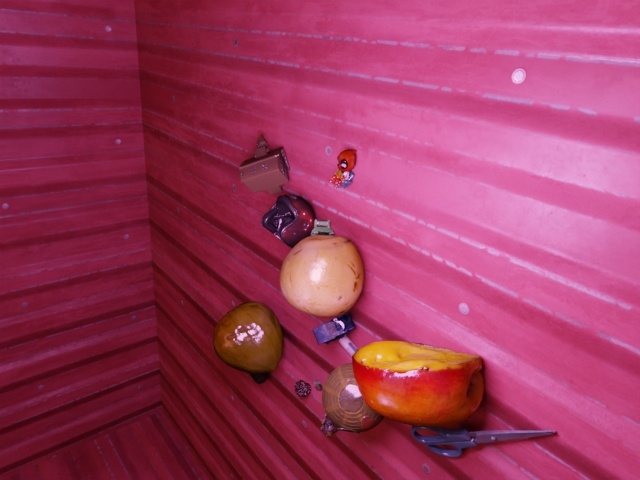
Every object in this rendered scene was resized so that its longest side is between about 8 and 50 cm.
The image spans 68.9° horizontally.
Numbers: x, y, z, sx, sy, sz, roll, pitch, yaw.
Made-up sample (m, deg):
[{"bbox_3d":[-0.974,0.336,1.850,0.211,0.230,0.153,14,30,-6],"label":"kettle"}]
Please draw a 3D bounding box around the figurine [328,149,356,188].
[{"bbox_3d":[0.086,-0.252,1.630,0.068,0.075,0.140,43,121,36],"label":"figurine"}]

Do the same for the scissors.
[{"bbox_3d":[0.482,0.589,1.399,0.192,0.029,0.447,43,135,-20],"label":"scissors"}]

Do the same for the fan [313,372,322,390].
[{"bbox_3d":[-0.011,0.639,2.088,0.060,0.003,0.080,18,115,46],"label":"fan"}]

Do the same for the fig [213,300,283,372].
[{"bbox_3d":[-0.322,0.462,2.180,0.343,0.343,0.343,20,116,46],"label":"fig"}]

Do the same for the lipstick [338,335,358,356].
[{"bbox_3d":[0.129,0.432,1.821,0.141,0.040,0.040,45,133,33],"label":"lipstick"}]

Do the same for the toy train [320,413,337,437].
[{"bbox_3d":[0.052,0.763,1.995,0.060,0.081,0.202,43,138,36],"label":"toy train"}]

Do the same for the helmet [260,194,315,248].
[{"bbox_3d":[-0.116,-0.076,1.834,0.189,0.193,0.216,32,129,50],"label":"helmet"}]

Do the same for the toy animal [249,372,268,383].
[{"bbox_3d":[-0.329,0.630,2.409,0.146,0.114,0.245,24,141,52],"label":"toy animal"}]

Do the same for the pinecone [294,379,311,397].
[{"bbox_3d":[-0.082,0.680,2.133,0.077,0.077,0.083,34,130,40],"label":"pinecone"}]

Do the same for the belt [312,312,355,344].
[{"bbox_3d":[0.054,0.344,1.803,0.190,0.141,0.082,-38,73,47],"label":"belt"}]

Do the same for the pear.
[{"bbox_3d":[0.007,0.123,1.669,0.309,0.309,0.309,20,116,46],"label":"pear"}]

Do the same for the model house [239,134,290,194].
[{"bbox_3d":[-0.225,-0.332,1.944,0.181,0.176,0.248,-15,63,14],"label":"model house"}]

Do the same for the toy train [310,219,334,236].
[{"bbox_3d":[0.000,0.000,1.808,0.081,0.099,0.149,-110,27,-44],"label":"toy train"}]

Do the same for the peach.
[{"bbox_3d":[0.281,0.447,1.441,0.380,0.306,0.242,6,99,45],"label":"peach"}]

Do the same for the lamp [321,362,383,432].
[{"bbox_3d":[0.129,0.579,1.726,0.250,0.250,0.284,61,180,17],"label":"lamp"}]
